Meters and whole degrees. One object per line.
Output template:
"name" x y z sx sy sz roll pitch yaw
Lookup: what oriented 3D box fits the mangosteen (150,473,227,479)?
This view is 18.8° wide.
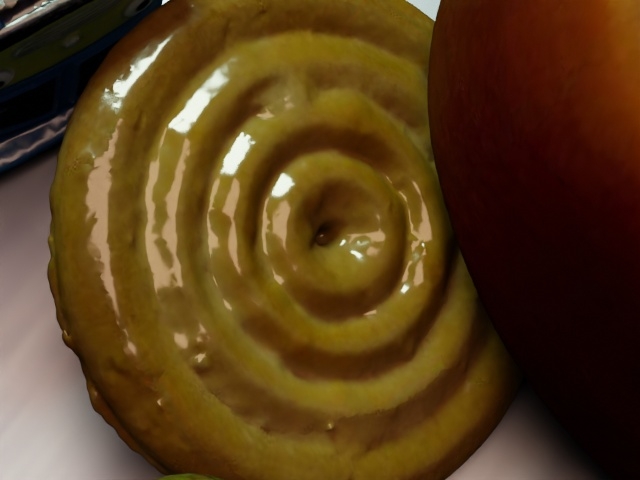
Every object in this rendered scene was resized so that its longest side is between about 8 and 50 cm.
"mangosteen" -0.060 0.197 0.761 0.210 0.210 0.209 3 69 -7

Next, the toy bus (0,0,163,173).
"toy bus" -0.190 -0.190 0.896 0.138 0.175 0.287 -31 77 -17

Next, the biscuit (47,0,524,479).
"biscuit" 0.000 0.000 0.871 0.262 0.037 0.262 5 80 -31

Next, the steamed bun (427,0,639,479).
"steamed bun" 0.210 -0.005 0.832 0.379 0.235 0.248 45 64 -6
